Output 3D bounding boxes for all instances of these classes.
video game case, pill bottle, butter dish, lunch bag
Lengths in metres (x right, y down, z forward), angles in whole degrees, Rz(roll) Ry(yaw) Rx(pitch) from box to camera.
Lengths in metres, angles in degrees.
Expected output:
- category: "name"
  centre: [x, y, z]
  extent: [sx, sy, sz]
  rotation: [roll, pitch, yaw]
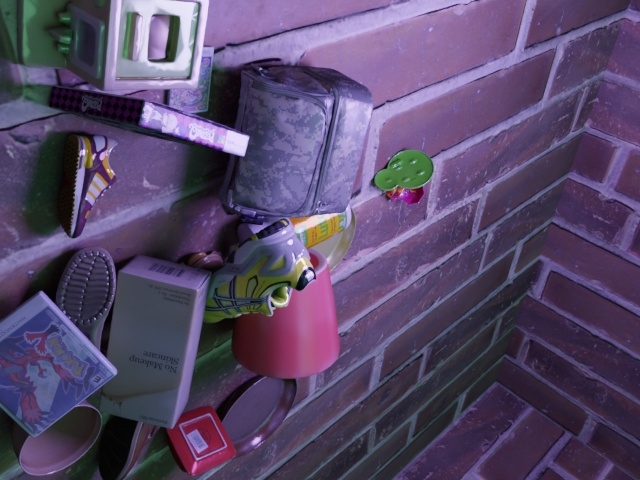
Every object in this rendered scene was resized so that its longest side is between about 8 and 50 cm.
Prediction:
- category: "video game case"
  centre: [-0.495, 0.218, 1.071]
  extent: [0.183, 0.023, 0.201]
  rotation: [-38, 109, -6]
- category: "video game case"
  centre: [-0.266, -0.186, 0.957]
  extent: [0.210, 0.232, 0.041]
  rotation: [8, 97, -55]
- category: "video game case"
  centre: [-0.236, -0.289, 1.108]
  extent: [0.087, 0.011, 0.121]
  rotation: [-19, 132, -43]
- category: "pill bottle"
  centre: [-0.062, -0.039, 1.421]
  extent: [0.246, 0.136, 0.136]
  rotation: [-27, 137, -28]
- category: "butter dish"
  centre: [-0.330, 0.536, 1.597]
  extent: [0.160, 0.160, 0.118]
  rotation: [-7, 147, -50]
- category: "lunch bag"
  centre: [-0.067, -0.195, 1.240]
  extent: [0.256, 0.212, 0.304]
  rotation: [-4, 123, -34]

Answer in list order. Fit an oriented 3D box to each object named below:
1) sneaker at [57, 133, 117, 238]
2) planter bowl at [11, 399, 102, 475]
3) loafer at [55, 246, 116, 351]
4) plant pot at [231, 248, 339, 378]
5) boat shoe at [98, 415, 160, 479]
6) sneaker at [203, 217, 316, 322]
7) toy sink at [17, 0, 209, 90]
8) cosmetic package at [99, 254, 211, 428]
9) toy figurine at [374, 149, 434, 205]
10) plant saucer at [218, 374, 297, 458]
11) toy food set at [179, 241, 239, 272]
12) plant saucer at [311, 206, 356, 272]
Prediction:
- category: "sneaker"
  centre: [-0.387, -0.088, 1.035]
  extent: [0.084, 0.070, 0.185]
  rotation: [-6, 124, -43]
- category: "planter bowl"
  centre: [-0.528, 0.358, 1.199]
  extent: [0.162, 0.109, 0.162]
  rotation: [-31, 139, -32]
- category: "loafer"
  centre: [-0.446, 0.138, 1.137]
  extent: [0.102, 0.092, 0.268]
  rotation: [10, 95, -28]
- category: "plant pot"
  centre: [-0.084, 0.157, 1.479]
  extent: [0.275, 0.275, 0.243]
  rotation: [-21, 122, -42]
- category: "boat shoe"
  centre: [-0.411, 0.419, 1.399]
  extent: [0.105, 0.111, 0.307]
  rotation: [6, 113, -52]
- category: "sneaker"
  centre: [-0.153, 0.106, 1.281]
  extent: [0.145, 0.147, 0.385]
  rotation: [-32, 174, -41]
- category: "toy sink"
  centre: [-0.298, -0.311, 0.901]
  extent: [0.234, 0.131, 0.152]
  rotation: [-14, 128, -45]
- category: "cosmetic package"
  centre: [-0.329, 0.200, 1.221]
  extent: [0.113, 0.160, 0.309]
  rotation: [-77, 180, -74]
- category: "toy figurine"
  centre: [0.241, -0.153, 1.761]
  extent: [0.173, 0.130, 0.159]
  rotation: [-26, 151, -5]
- category: "plant saucer"
  centre: [-0.195, 0.503, 1.804]
  extent: [0.311, 0.050, 0.310]
  rotation: [-31, 139, -32]
- category: "toy food set"
  centre: [-0.268, 0.074, 1.364]
  extent: [0.192, 0.039, 0.132]
  rotation: [-30, 146, -42]
- category: "plant saucer"
  centre: [0.000, 0.000, 1.633]
  extent: [0.241, 0.037, 0.240]
  rotation: [-31, 139, -32]
